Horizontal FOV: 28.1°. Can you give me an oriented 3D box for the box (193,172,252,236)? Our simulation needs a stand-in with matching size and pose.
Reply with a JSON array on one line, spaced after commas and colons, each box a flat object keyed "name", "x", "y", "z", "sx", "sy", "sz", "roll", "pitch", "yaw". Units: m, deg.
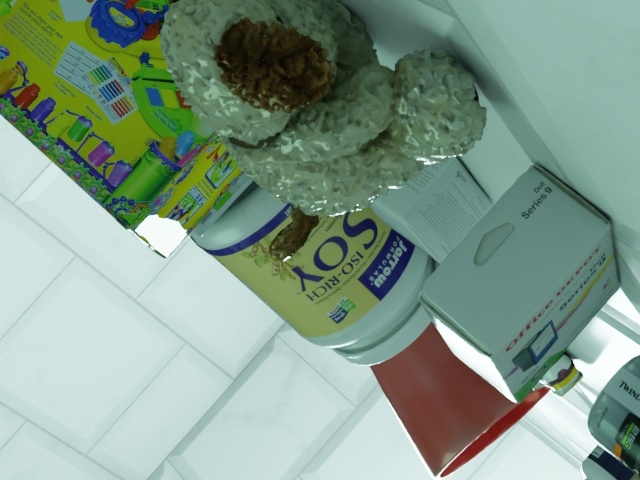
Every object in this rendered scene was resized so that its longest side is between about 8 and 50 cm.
[{"name": "box", "x": -0.177, "y": -0.180, "z": 1.614, "sx": 0.262, "sy": 0.231, "sz": 0.127, "roll": 43, "pitch": 177, "yaw": -22}]

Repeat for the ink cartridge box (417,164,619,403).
[{"name": "ink cartridge box", "x": 0.182, "y": 0.046, "z": 1.143, "sx": 0.093, "sy": 0.154, "sz": 0.212, "roll": 40, "pitch": 175, "yaw": 24}]

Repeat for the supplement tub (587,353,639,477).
[{"name": "supplement tub", "x": 0.380, "y": 0.212, "z": 1.314, "sx": 0.190, "sy": 0.117, "sz": 0.117, "roll": 39, "pitch": 175, "yaw": 34}]

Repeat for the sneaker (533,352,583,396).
[{"name": "sneaker", "x": 0.325, "y": 0.176, "z": 1.902, "sx": 0.084, "sy": 0.069, "sz": 0.185, "roll": 51, "pitch": 169, "yaw": -8}]

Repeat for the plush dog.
[{"name": "plush dog", "x": -0.036, "y": -0.118, "z": 1.014, "sx": 0.225, "sy": 0.211, "sz": 0.262, "roll": 39, "pitch": 180, "yaw": -38}]

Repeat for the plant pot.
[{"name": "plant pot", "x": 0.223, "y": 0.229, "z": 2.167, "sx": 0.243, "sy": 0.275, "sz": 0.275, "roll": 50, "pitch": 179, "yaw": 17}]

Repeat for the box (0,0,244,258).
[{"name": "box", "x": -0.198, "y": -0.188, "z": 1.396, "sx": 0.290, "sy": 0.279, "sz": 0.177, "roll": 41, "pitch": 176, "yaw": 13}]

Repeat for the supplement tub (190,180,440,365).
[{"name": "supplement tub", "x": 0.000, "y": 0.000, "z": 1.799, "sx": 0.331, "sy": 0.241, "sz": 0.241, "roll": 43, "pitch": 176, "yaw": -26}]

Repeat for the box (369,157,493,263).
[{"name": "box", "x": 0.105, "y": -0.049, "z": 1.344, "sx": 0.101, "sy": 0.087, "sz": 0.102, "roll": 38, "pitch": 175, "yaw": 44}]

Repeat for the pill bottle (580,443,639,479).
[{"name": "pill bottle", "x": 0.392, "y": 0.287, "z": 1.622, "sx": 0.094, "sy": 0.169, "sz": 0.094, "roll": 41, "pitch": 176, "yaw": 3}]

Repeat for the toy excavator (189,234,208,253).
[{"name": "toy excavator", "x": -0.287, "y": -0.173, "z": 1.908, "sx": 0.433, "sy": 0.222, "sz": 0.445, "roll": 40, "pitch": -166, "yaw": 24}]
